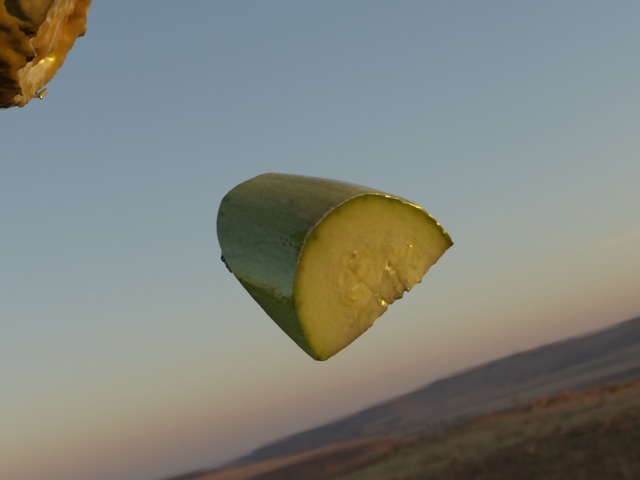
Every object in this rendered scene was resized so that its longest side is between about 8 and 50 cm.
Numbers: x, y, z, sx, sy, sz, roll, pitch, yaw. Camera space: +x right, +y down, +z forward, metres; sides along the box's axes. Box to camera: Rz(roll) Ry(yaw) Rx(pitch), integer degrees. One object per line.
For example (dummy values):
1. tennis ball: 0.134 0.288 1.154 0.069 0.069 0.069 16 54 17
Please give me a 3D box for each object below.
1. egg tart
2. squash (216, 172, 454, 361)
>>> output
1. egg tart: -0.297 -0.236 1.084 0.132 0.345 0.345 30 -18 -5
2. squash: 0.000 0.000 1.392 0.237 0.204 0.155 -41 21 -23
